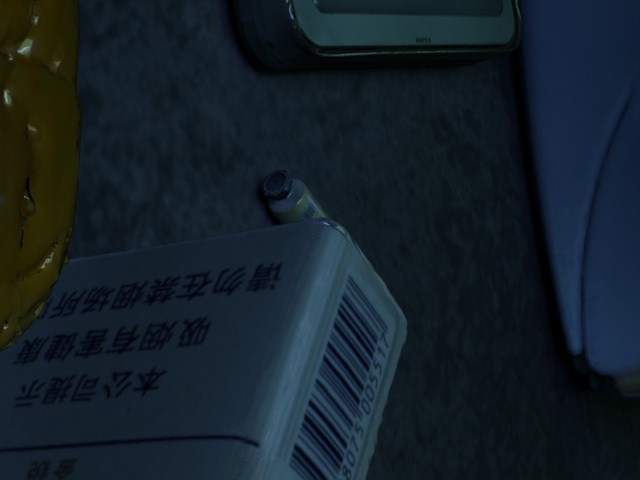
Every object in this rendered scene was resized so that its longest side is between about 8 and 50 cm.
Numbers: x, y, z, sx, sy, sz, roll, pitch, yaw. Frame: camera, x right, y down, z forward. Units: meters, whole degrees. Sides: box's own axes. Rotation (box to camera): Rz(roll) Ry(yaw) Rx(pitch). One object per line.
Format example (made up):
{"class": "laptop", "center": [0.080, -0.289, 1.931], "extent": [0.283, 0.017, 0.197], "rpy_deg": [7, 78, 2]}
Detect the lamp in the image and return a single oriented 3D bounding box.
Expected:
{"class": "lamp", "center": [0.022, -0.231, 0.857], "extent": [0.269, 0.047, 0.267], "rpy_deg": [-11, 92, -57]}

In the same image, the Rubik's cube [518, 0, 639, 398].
{"class": "Rubik's cube", "center": [0.363, -0.084, 1.056], "extent": [0.351, 0.347, 0.352], "rpy_deg": [-10, 91, -56]}

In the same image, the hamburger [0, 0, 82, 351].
{"class": "hamburger", "center": [-0.166, -0.061, 0.424], "extent": [0.244, 0.163, 0.244], "rpy_deg": [25, 60, -52]}

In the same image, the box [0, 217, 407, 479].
{"class": "box", "center": [-0.080, 0.117, 0.504], "extent": [0.071, 0.168, 0.259], "rpy_deg": [55, 40, -36]}

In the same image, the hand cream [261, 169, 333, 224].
{"class": "hand cream", "center": [0.000, 0.000, 0.789], "extent": [0.102, 0.022, 0.035], "rpy_deg": [52, 42, -44]}
